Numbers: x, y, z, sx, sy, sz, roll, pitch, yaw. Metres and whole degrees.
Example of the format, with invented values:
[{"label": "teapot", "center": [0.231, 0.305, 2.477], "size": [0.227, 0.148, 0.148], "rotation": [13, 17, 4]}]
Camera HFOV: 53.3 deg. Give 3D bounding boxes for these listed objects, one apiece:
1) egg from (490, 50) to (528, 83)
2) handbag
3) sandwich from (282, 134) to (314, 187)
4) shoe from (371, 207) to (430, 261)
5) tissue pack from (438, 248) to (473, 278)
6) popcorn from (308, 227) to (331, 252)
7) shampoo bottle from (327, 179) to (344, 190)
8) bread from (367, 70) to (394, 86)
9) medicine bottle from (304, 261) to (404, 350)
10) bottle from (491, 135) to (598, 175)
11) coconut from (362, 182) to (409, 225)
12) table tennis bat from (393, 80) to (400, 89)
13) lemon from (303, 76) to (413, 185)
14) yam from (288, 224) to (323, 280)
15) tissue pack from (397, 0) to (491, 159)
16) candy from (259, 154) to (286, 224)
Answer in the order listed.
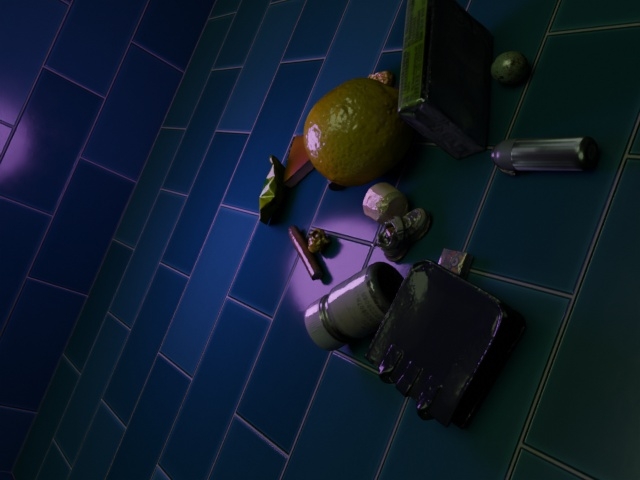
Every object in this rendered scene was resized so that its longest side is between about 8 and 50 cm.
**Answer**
[{"label": "egg", "center": [0.500, -0.458, 1.695], "size": [0.110, 0.085, 0.085], "rotation": [6, 74, 68]}, {"label": "handbag", "center": [0.284, 0.243, 1.515], "size": [0.303, 0.122, 0.329], "rotation": [34, 98, 47]}, {"label": "sandwich", "center": [-0.054, -0.290, 2.287], "size": [0.162, 0.058, 0.193], "rotation": [0, 71, 50]}, {"label": "shoe", "center": [0.219, -0.028, 1.777], "size": [0.180, 0.092, 0.089], "rotation": [-50, 39, 18]}, {"label": "tissue pack", "center": [0.341, 0.058, 1.628], "size": [0.083, 0.035, 0.063], "rotation": [13, 81, 52]}, {"label": "popcorn", "center": [0.000, 0.000, 2.063], "size": [0.084, 0.084, 0.084], "rotation": [-28, 50, 39]}, {"label": "shampoo bottle", "center": [0.052, -0.264, 2.147], "size": [0.063, 0.057, 0.208], "rotation": [-35, 44, 44]}, {"label": "bread", "center": [0.197, -0.526, 2.132], "size": [0.110, 0.044, 0.083], "rotation": [2, 72, 48]}, {"label": "medicine bottle", "center": [0.099, 0.184, 1.742], "size": [0.273, 0.165, 0.165], "rotation": [-35, 46, 35]}, {"label": "bottle", "center": [0.529, -0.199, 1.522], "size": [0.253, 0.079, 0.096], "rotation": [9, 115, 51]}, {"label": "coconut", "center": [0.186, -0.108, 1.850], "size": [0.116, 0.116, 0.122], "rotation": [-60, 38, 6]}, {"label": "table tennis bat", "center": [0.282, -0.491, 2.035], "size": [0.156, 0.013, 0.087], "rotation": [-24, 52, 42]}, {"label": "lemon", "center": [0.110, -0.320, 1.901], "size": [0.336, 0.336, 0.336], "rotation": [-28, 50, 39]}, {"label": "yam", "center": [-0.053, 0.036, 2.107], "size": [0.046, 0.046, 0.264], "rotation": [-51, 39, 18]}, {"label": "tissue pack", "center": [0.338, -0.456, 1.721], "size": [0.124, 0.288, 0.394], "rotation": [-14, 59, 43]}, {"label": "candy", "center": [-0.172, -0.176, 2.323], "size": [0.069, 0.149, 0.246], "rotation": [15, 81, 16]}]
